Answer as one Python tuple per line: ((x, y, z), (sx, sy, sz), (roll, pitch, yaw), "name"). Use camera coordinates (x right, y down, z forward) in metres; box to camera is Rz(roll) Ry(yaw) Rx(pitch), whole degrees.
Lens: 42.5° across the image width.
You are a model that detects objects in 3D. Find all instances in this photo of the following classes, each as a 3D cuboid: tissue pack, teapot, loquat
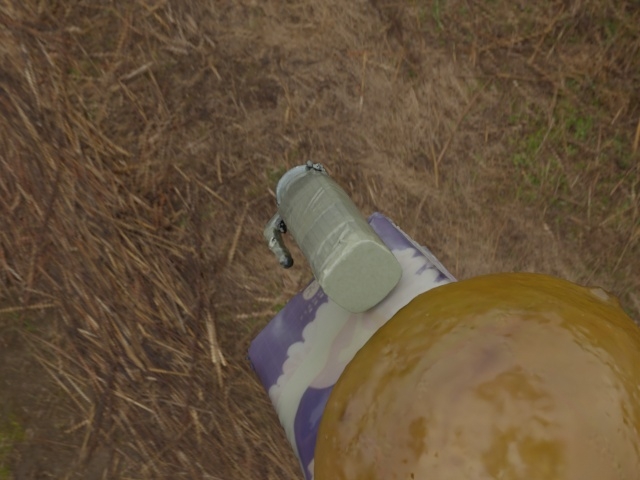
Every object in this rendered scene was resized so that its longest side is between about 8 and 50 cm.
((0.071, 0.139, 0.842), (0.242, 0.125, 0.343), (-47, 29, 5), "tissue pack")
((0.000, 0.000, 0.876), (0.107, 0.077, 0.200), (-46, 34, 10), "teapot")
((0.094, 0.123, 0.431), (0.187, 0.176, 0.234), (33, 73, 18), "loquat")
